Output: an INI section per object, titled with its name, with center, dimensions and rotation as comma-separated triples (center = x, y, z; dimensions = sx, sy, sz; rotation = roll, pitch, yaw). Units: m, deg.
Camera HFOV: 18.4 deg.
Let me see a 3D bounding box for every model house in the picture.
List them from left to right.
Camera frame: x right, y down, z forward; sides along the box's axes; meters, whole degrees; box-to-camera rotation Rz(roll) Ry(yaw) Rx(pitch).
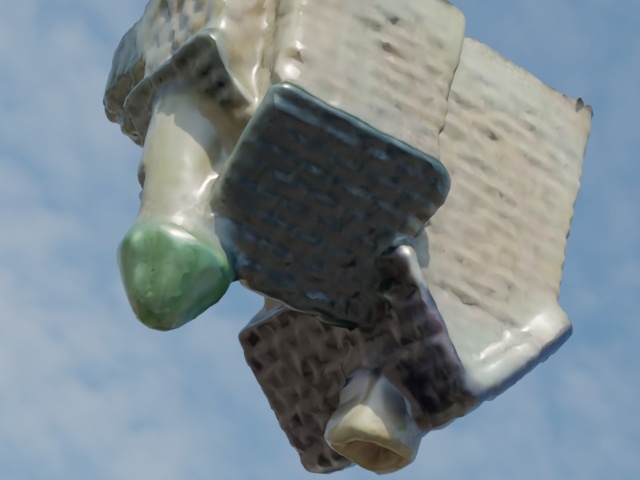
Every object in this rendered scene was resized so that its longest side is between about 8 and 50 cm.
[model house]
center = 0.002, -0.001, 1.266
dimensions = 0.298, 0.284, 0.243
rotation = 25, -37, -25
